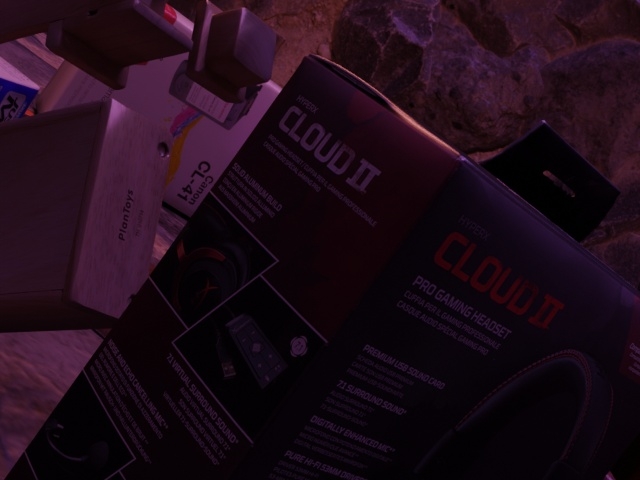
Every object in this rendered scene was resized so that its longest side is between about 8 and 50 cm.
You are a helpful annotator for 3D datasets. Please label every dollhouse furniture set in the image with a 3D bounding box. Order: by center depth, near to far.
[{"bbox_3d":[-0.074,0.026,0.672,0.174,0.303,0.355,-5,-21,34],"label":"dollhouse furniture set"}]

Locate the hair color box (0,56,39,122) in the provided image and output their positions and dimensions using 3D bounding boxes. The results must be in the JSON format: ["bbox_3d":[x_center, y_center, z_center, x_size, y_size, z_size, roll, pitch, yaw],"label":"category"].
[{"bbox_3d":[-0.389,-0.155,0.825,0.185,0.110,0.339,36,5,10],"label":"hair color box"}]

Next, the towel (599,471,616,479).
[{"bbox_3d":[0.197,0.226,0.637,0.370,0.040,0.271,60,4,-46],"label":"towel"}]

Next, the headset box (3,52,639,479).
[{"bbox_3d":[0.021,0.078,0.463,0.218,0.293,0.110,31,8,-44],"label":"headset box"}]

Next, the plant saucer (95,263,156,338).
[{"bbox_3d":[-0.137,0.062,0.901,0.198,0.036,0.198,35,7,-5],"label":"plant saucer"}]

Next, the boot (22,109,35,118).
[{"bbox_3d":[-0.356,-0.140,1.126,0.084,0.059,0.158,37,-3,34],"label":"boot"}]

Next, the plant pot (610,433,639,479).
[{"bbox_3d":[0.265,0.214,1.283,0.215,0.215,0.230,35,-7,-7],"label":"plant pot"}]

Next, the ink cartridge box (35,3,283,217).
[{"bbox_3d":[-0.201,-0.180,1.446,0.306,0.226,0.131,32,8,-24],"label":"ink cartridge box"}]
